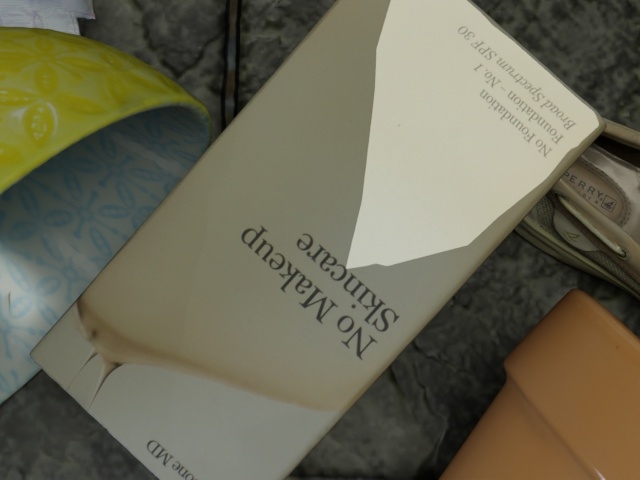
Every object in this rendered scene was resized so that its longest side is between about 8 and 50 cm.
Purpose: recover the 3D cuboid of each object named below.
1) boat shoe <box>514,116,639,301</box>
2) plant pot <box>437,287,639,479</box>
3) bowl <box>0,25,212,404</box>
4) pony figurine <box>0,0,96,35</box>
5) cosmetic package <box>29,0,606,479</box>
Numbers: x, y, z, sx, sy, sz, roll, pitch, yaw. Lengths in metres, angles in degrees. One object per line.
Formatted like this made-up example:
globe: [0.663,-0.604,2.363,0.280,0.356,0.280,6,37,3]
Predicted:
boat shoe: [0.259,0.007,0.780,0.302,0.098,0.109,28,77,0]
plant pot: [0.165,0.200,0.655,0.203,0.291,0.291,-43,86,4]
bowl: [-0.213,-0.017,0.644,0.156,0.289,0.289,43,77,9]
pony figurine: [-0.313,-0.232,0.673,0.302,0.351,0.363,-19,63,-13]
cosmetic package: [0.000,0.000,0.701,0.160,0.113,0.309,41,95,4]
